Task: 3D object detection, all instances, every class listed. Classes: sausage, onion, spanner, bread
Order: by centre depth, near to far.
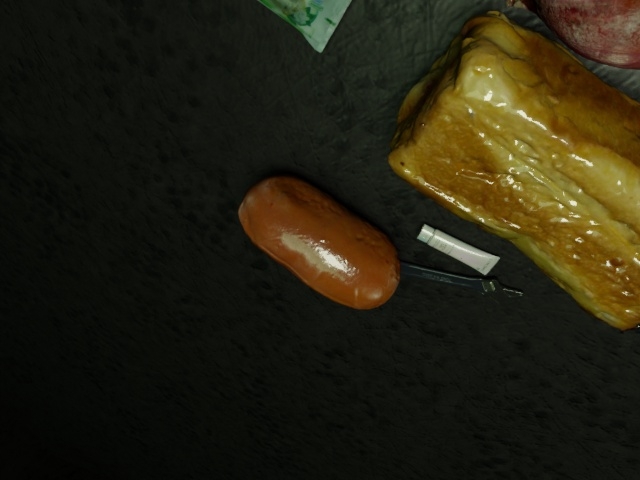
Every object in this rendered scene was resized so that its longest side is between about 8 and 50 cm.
[{"bbox_3d":[0.236,-0.217,0.360,0.195,0.159,0.159,19,136,47],"label":"onion"},{"bbox_3d":[0.241,-0.068,0.464,0.344,0.148,0.195,36,144,-2],"label":"bread"},{"bbox_3d":[-0.001,0.001,0.658,0.258,0.133,0.133,36,133,0],"label":"sausage"},{"bbox_3d":[0.191,0.058,0.677,0.209,0.012,0.046,12,130,20],"label":"spanner"}]

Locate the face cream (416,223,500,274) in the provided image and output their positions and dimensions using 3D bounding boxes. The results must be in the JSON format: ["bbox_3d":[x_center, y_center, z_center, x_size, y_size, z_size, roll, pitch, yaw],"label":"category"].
[{"bbox_3d":[0.191,0.011,0.635,0.115,0.020,0.038,26,132,4],"label":"face cream"}]

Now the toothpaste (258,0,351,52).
[{"bbox_3d":[-0.103,-0.331,0.514,0.297,0.048,0.074,35,133,-4],"label":"toothpaste"}]
